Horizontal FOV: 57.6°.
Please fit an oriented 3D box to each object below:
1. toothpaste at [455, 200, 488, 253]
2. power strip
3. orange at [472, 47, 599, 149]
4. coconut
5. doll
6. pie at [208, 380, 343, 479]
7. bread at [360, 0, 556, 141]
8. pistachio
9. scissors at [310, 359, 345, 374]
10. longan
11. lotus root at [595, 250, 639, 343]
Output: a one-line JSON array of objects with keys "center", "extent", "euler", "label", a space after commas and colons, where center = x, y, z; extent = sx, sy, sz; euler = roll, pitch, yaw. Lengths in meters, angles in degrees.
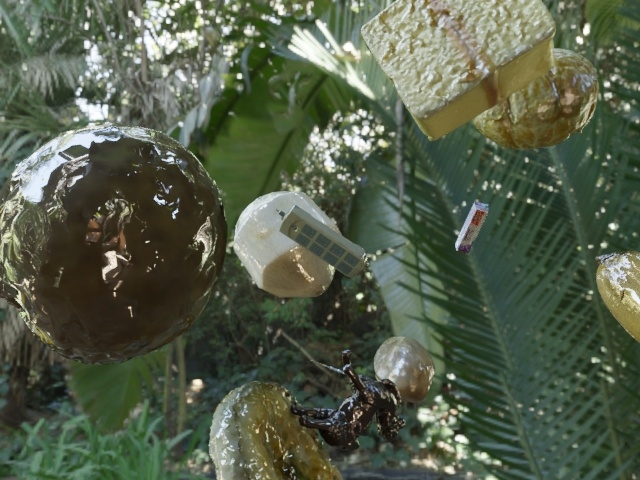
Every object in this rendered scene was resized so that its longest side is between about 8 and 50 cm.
[{"center": [0.473, -0.038, 1.825], "extent": [0.047, 0.040, 0.196], "euler": [15, -43, 3], "label": "toothpaste"}, {"center": [0.000, 0.000, 1.211], "extent": [0.227, 0.029, 0.080], "euler": [33, -38, -2], "label": "power strip"}, {"center": [0.614, -0.383, 1.616], "extent": [0.369, 0.270, 0.210], "euler": [-12, 22, -7], "label": "orange"}, {"center": [-0.071, 0.020, 1.394], "extent": [0.237, 0.266, 0.237], "euler": [-38, -16, -13], "label": "coconut"}, {"center": [0.055, 0.254, 0.864], "extent": [0.165, 0.139, 0.057], "euler": [48, -15, -21], "label": "doll"}, {"center": [-0.044, 0.298, 0.759], "extent": [0.055, 0.274, 0.274], "euler": [-35, -22, 13], "label": "pie"}, {"center": [0.232, -0.334, 0.994], "extent": [0.264, 0.236, 0.198], "euler": [-33, -16, 10], "label": "bread"}, {"center": [0.189, 0.289, 1.333], "extent": [0.136, 0.135, 0.226], "euler": [-2, 11, -5], "label": "pistachio"}, {"center": [0.016, 0.258, 1.187], "extent": [0.083, 0.006, 0.036], "euler": [25, -12, -17], "label": "scissors"}, {"center": [-0.343, 0.000, 0.953], "extent": [0.392, 0.390, 0.391], "euler": [-3, -13, -1], "label": "longan"}, {"center": [0.623, 0.125, 1.058], "extent": [0.146, 0.303, 0.131], "euler": [-42, -49, 8], "label": "lotus root"}]
